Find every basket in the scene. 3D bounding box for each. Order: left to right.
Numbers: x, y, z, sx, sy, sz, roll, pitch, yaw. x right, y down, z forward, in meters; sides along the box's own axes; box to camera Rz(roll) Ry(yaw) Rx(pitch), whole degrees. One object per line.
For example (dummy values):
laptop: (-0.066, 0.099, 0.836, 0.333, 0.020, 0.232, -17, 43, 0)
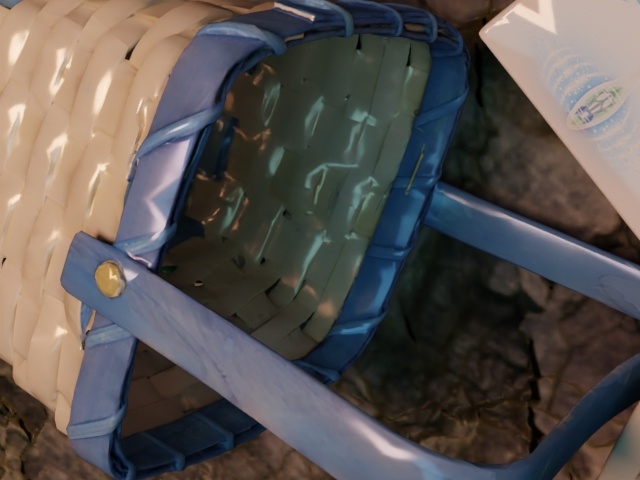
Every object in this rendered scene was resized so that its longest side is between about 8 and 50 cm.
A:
basket: (0.000, 0.000, 0.496, 0.289, 0.255, 0.201, 24, 109, 28)

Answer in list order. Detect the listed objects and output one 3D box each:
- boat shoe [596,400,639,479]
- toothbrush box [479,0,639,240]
boat shoe: (0.149, 0.174, 0.506, 0.095, 0.112, 0.335, 35, 142, 28)
toothbrush box: (0.246, -0.095, 0.460, 0.295, 0.126, 0.216, -36, 94, 23)
